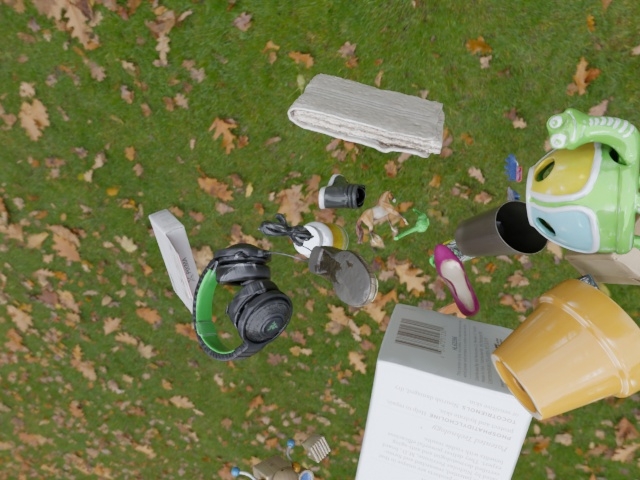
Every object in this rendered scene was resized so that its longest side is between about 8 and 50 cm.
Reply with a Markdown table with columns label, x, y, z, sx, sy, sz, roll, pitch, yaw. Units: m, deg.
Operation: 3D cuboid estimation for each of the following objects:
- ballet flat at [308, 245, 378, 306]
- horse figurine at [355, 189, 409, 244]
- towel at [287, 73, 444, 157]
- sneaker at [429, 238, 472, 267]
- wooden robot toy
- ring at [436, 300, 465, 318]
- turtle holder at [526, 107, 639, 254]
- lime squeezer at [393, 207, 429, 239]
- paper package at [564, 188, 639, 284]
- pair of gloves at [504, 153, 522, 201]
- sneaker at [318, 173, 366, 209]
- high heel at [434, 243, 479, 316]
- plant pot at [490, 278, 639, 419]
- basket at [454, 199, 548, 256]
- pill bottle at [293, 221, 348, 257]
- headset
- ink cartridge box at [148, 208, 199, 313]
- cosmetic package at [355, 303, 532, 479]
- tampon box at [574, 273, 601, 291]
| label | x | y | z | sx | sy | sz | roll | pitch | yaw |
| --- | --- | --- | --- | --- | --- | --- | --- | --- | --- |
| ballet flat | 0.044 | 0.055 | 0.789 | 0.058 | 0.250 | 0.084 | 13 | 93 | -22 |
| horse figurine | 0.242 | -0.090 | 1.896 | 0.174 | 0.263 | 0.066 | 58 | 162 | 3 |
| towel | 0.097 | -0.241 | 0.866 | 0.282 | 0.187 | 0.049 | 17 | 130 | 5 |
| sneaker | 0.603 | 0.042 | 1.920 | 0.134 | 0.146 | 0.343 | 56 | 142 | 6 |
| wooden robot toy | -0.047 | 0.336 | 0.630 | 0.079 | 0.173 | 0.076 | -13 | 89 | 54 |
| ring | 0.422 | 0.337 | 1.705 | 0.032 | 0.337 | 0.336 | 50 | 134 | 33 |
| turtle holder | 0.544 | -0.100 | 0.923 | 0.227 | 0.320 | 0.243 | 3 | 82 | 33 |
| lime squeezer | 0.411 | -0.072 | 1.930 | 0.110 | 0.310 | 0.059 | -20 | 106 | 34 |
| paper package | 1.082 | -0.014 | 1.588 | 0.168 | 0.309 | 0.325 | 40 | 88 | 1 |
| pair of gloves | 0.621 | -0.175 | 1.468 | 0.023 | 0.159 | 0.198 | -4 | 111 | 11 |
| sneaker | 0.098 | -0.171 | 1.633 | 0.147 | 0.296 | 0.104 | 4 | 110 | 13 |
| high heel | 0.402 | 0.112 | 1.356 | 0.082 | 0.117 | 0.244 | -17 | 73 | 8 |
| plant pot | 0.411 | 0.200 | 0.781 | 0.188 | 0.205 | 0.205 | -31 | 113 | -1 |
| basket | 0.538 | -0.023 | 1.407 | 0.204 | 0.154 | 0.227 | 16 | 166 | -20 |
| pill bottle | 0.000 | 0.000 | 1.430 | 0.118 | 0.208 | 0.117 | 0 | 90 | 25 |
| headset | -0.167 | 0.098 | 0.978 | 0.394 | 0.243 | 0.185 | -42 | 147 | 25 |
| ink cartridge box | -0.401 | 0.088 | 1.350 | 0.261 | 0.066 | 0.296 | 37 | 143 | 44 |
| cosmetic package | 0.292 | 0.424 | 1.132 | 0.327 | 0.329 | 0.393 | 12 | 109 | 13 |
| tampon box | 0.936 | 0.221 | 1.630 | 0.120 | 0.101 | 0.161 | -26 | 76 | 4 |
